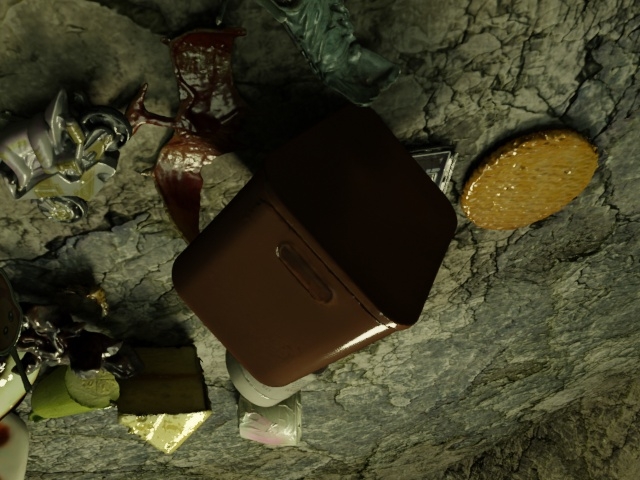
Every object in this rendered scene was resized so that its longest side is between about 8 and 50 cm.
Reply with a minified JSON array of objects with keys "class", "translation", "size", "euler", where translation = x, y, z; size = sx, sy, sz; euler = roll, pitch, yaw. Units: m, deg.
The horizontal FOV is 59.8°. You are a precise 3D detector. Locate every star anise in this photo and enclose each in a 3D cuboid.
[{"class":"star anise","translation":[-0.448,0.191,1.005],"size":[0.212,0.129,0.283],"euler":[6,159,9]}]

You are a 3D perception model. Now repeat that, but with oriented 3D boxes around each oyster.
[{"class":"oyster","translation":[-0.420,0.104,1.001],"size":[0.103,0.051,0.148],"euler":[36,153,-34]}]

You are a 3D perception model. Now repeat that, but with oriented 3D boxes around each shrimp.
[{"class":"shrimp","translation":[-0.025,-0.286,0.561],"size":[0.221,0.166,0.410],"euler":[-51,156,-7]}]

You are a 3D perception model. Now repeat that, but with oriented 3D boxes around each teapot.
[{"class":"teapot","translation":[-0.140,0.449,1.498],"size":[0.178,0.221,0.163],"euler":[0,103,-4]}]

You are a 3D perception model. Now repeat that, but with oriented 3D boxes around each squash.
[{"class":"squash","translation":[-0.563,0.325,1.210],"size":[0.287,0.137,0.137],"euler":[-20,144,22]}]

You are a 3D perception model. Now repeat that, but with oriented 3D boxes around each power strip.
[{"class":"power strip","translation":[-0.409,-0.131,0.738],"size":[0.040,0.016,0.090],"euler":[11,137,-29]}]

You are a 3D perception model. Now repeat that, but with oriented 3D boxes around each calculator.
[{"class":"calculator","translation":[0.142,-0.062,0.997],"size":[0.166,0.028,0.274],"euler":[-8,142,-9]}]

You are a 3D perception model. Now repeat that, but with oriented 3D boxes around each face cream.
[{"class":"face cream","translation":[-0.090,0.244,1.193],"size":[0.153,0.177,0.177],"euler":[-36,138,27]}]

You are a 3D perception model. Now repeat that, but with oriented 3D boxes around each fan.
[{"class":"fan","translation":[-0.516,0.156,0.919],"size":[0.132,0.220,0.009],"euler":[-43,158,30]}]

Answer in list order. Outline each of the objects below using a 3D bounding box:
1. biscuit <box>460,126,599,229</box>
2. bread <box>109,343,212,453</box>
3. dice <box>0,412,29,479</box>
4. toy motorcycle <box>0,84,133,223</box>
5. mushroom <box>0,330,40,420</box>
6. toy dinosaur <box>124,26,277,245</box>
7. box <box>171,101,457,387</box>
[{"class":"biscuit","translation":[0.374,-0.106,1.010],"size":[0.254,0.035,0.254],"euler":[-10,142,-8]},{"class":"bread","translation":[-0.320,0.307,1.138],"size":[0.178,0.266,0.141],"euler":[-11,115,-13]},{"class":"dice","translation":[-0.867,0.548,1.260],"size":[0.304,0.277,0.304],"euler":[20,135,-35]},{"class":"toy motorcycle","translation":[-0.347,-0.108,0.713],"size":[0.152,0.073,0.225],"euler":[23,132,-30]},{"class":"mushroom","translation":[-0.670,0.256,1.039],"size":[0.267,0.164,0.189],"euler":[-61,159,4]},{"class":"toy dinosaur","translation":[-0.153,-0.141,0.730],"size":[0.206,0.113,0.327],"euler":[26,127,-37]},{"class":"box","translation":[0.000,0.000,0.756],"size":[0.229,0.339,0.239],"euler":[-37,96,33]}]
